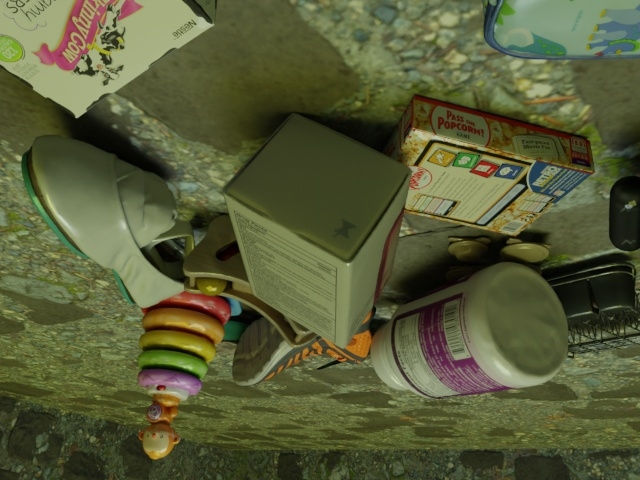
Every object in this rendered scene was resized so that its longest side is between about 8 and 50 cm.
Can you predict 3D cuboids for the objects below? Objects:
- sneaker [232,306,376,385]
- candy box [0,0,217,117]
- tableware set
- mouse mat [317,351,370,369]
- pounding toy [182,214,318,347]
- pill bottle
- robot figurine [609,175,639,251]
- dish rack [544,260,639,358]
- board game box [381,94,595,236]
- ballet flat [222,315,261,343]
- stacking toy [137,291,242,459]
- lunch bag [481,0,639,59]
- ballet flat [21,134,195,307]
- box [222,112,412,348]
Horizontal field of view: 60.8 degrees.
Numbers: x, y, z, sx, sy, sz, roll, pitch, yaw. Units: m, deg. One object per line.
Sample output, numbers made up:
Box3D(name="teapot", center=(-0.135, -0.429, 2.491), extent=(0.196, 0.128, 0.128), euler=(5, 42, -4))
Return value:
Box3D(name="sneaker", center=(-0.021, 0.198, 1.006), extent=(0.180, 0.125, 0.321), euler=(24, 135, -32))
Box3D(name="candy box", center=(-0.196, -0.199, 0.380), extent=(0.164, 0.070, 0.196), euler=(-22, 143, 27))
Box3D(name="tableware set", center=(0.254, 0.033, 0.797), extent=(0.141, 0.020, 0.169), euler=(1, 153, 15))
Box3D(name="mouse mat", center=(0.096, 0.226, 1.116), extent=(0.152, 0.007, 0.189), euler=(-14, 170, -39))
Box3D(name="pounding toy", center=(-0.063, 0.078, 0.801), extent=(0.269, 0.154, 0.155), euler=(11, 151, -8))
Box3D(name="pill bottle", center=(0.206, 0.153, 0.840), extent=(0.169, 0.169, 0.301), euler=(18, 154, -21))
Box3D(name="robot figurine", center=(0.410, -0.019, 0.504), extent=(0.173, 0.209, 0.278), euler=(-38, 143, -1))
Box3D(name="dish rack", center=(0.441, 0.126, 0.878), extent=(0.271, 0.074, 0.208), euler=(22, 150, -36))
Box3D(name="board game box", center=(0.164, -0.072, 0.593), extent=(0.193, 0.045, 0.147), euler=(12, 152, -10))
Box3D(name="ballet flat", center=(-0.151, 0.184, 1.118), extent=(0.203, 0.074, 0.074), euler=(19, 150, -34))
Box3D(name="stacking toy", center=(-0.247, 0.206, 0.918), extent=(0.175, 0.302, 0.166), euler=(4, 152, 5))
Box3D(name="lunch bag", center=(0.192, -0.204, 0.302), extent=(0.175, 0.090, 0.219), euler=(2, 153, 2))
Box3D(name="ballet flat", center=(-0.239, -0.019, 0.713), extent=(0.139, 0.139, 0.400), euler=(6, 156, 1))
Box3D(name="box", center=(0.000, 0.000, 0.618), extent=(0.148, 0.127, 0.232), euler=(29, 154, 16))
